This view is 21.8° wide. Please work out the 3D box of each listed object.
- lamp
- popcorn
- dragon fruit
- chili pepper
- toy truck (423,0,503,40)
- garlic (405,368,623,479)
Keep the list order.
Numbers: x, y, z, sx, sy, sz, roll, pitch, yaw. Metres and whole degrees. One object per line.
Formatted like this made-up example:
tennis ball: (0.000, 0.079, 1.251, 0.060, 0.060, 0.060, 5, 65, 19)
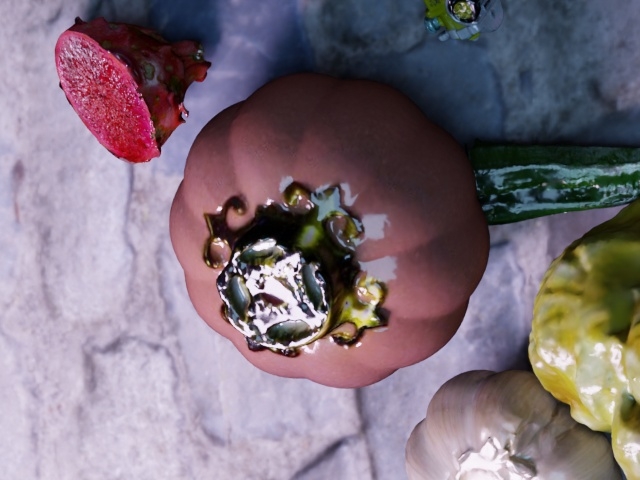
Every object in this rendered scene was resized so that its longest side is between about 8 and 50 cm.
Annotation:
lamp: (0.000, 0.000, 1.518, 0.305, 0.239, 0.305, 9, 116, 18)
popcorn: (0.326, 0.104, 1.486, 0.276, 0.276, 0.225, -10, 124, 15)
dragon fruit: (-0.171, -0.158, 1.578, 0.153, 0.111, 0.153, 35, 144, 31)
chili pepper: (0.253, -0.067, 1.549, 0.227, 0.059, 0.088, -8, 109, 12)
toy truck: (0.114, -0.227, 1.500, 0.077, 0.076, 0.111, -21, 111, 37)
garlic: (0.189, 0.226, 1.623, 0.228, 0.152, 0.227, 17, 120, 32)
